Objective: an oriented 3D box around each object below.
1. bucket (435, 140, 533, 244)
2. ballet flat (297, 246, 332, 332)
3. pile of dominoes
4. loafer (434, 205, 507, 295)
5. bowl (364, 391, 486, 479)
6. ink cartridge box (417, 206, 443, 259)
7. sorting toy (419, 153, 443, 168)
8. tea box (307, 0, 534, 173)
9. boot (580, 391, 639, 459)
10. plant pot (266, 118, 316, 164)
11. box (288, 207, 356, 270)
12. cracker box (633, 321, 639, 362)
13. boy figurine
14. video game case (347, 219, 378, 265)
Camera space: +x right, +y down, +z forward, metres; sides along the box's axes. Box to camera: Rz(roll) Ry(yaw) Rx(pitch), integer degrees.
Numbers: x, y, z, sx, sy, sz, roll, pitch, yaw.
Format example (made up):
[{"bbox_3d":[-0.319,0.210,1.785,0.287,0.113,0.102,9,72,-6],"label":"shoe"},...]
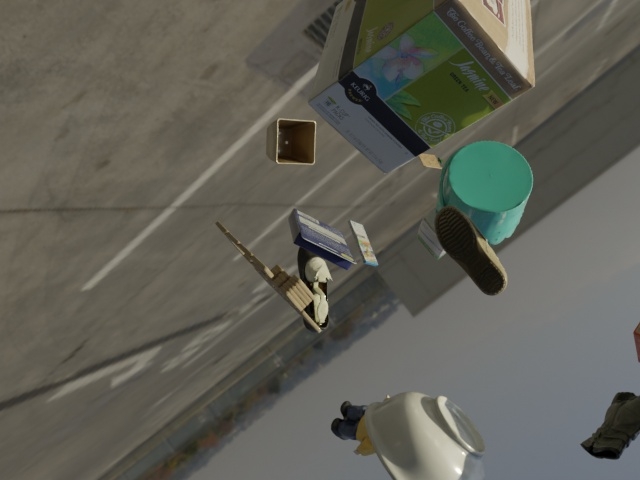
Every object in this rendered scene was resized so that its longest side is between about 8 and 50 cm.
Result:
[{"bbox_3d":[0.474,-0.142,2.074,0.281,0.281,0.183,-36,158,-16],"label":"bucket"},{"bbox_3d":[-0.007,0.138,2.126,0.095,0.281,0.096,-8,-174,-26],"label":"ballet flat"},{"bbox_3d":[-0.091,0.060,1.381,0.040,0.196,0.251,-43,-143,-7],"label":"pile of dominoes"},{"bbox_3d":[0.395,0.028,1.876,0.102,0.269,0.092,-36,165,19],"label":"loafer"},{"bbox_3d":[0.237,0.411,1.441,0.134,0.298,0.298,-43,172,16],"label":"bowl"},{"bbox_3d":[0.432,-0.061,2.318,0.201,0.117,0.278,-38,169,-4],"label":"ink cartridge box"},{"bbox_3d":[0.304,-0.212,1.933,0.083,0.062,0.012,5,133,-26],"label":"sorting toy"},{"bbox_3d":[0.185,-0.356,1.278,0.323,0.220,0.329,-30,-146,38],"label":"tea box"},{"bbox_3d":[0.644,0.383,1.459,0.161,0.083,0.246,-45,174,-21],"label":"boot"},{"bbox_3d":[-0.084,-0.249,1.801,0.108,0.109,0.096,-2,-172,-31],"label":"plant pot"},{"bbox_3d":[0.000,0.000,1.579,0.037,0.136,0.225,-60,-166,12],"label":"box"},{"bbox_3d":[0.844,0.271,1.628,0.067,0.232,0.156,-51,138,-15],"label":"cracker box"},{"bbox_3d":[0.158,0.489,1.879,0.285,0.092,0.177,-3,-132,49],"label":"boy figurine"},{"bbox_3d":[0.155,0.011,2.589,0.015,0.166,0.119,-27,162,20],"label":"video game case"}]
